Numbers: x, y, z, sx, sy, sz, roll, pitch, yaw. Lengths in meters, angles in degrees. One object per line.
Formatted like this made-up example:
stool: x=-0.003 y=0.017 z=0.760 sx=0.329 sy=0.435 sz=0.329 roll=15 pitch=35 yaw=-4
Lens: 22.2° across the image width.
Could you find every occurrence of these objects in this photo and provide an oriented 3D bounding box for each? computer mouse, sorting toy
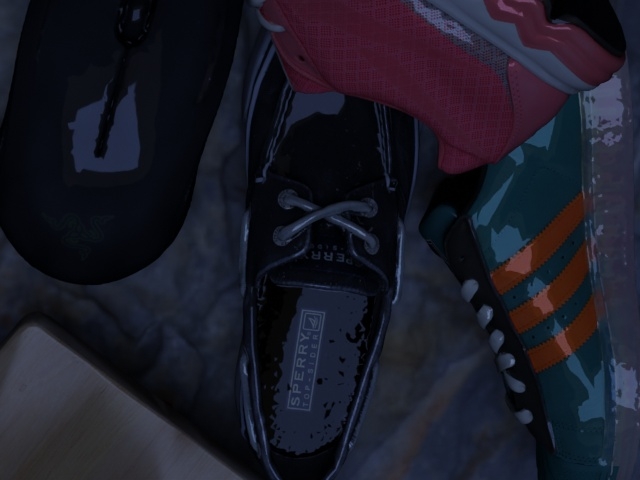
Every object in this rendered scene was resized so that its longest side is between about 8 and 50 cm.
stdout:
computer mouse: x=-0.120 y=-0.096 z=0.907 sx=0.188 sy=0.072 sz=0.272 roll=10 pitch=106 yaw=-7
sorting toy: x=-0.150 y=0.201 z=0.988 sx=0.255 sy=0.089 sz=0.257 roll=39 pitch=101 yaw=-14

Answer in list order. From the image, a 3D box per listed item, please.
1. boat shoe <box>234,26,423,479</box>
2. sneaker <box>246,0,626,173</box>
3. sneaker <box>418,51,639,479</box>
boat shoe: x=0.000 y=0.000 z=0.931 sx=0.108 sy=0.102 sz=0.301 roll=8 pitch=106 yaw=-7
sneaker: x=-0.001 y=-0.140 z=0.816 sx=0.314 sy=0.116 sz=0.136 roll=34 pitch=118 yaw=-12
sneaker: x=0.118 y=0.018 z=0.950 sx=0.121 sy=0.108 sz=0.302 roll=-5 pitch=99 yaw=-2
